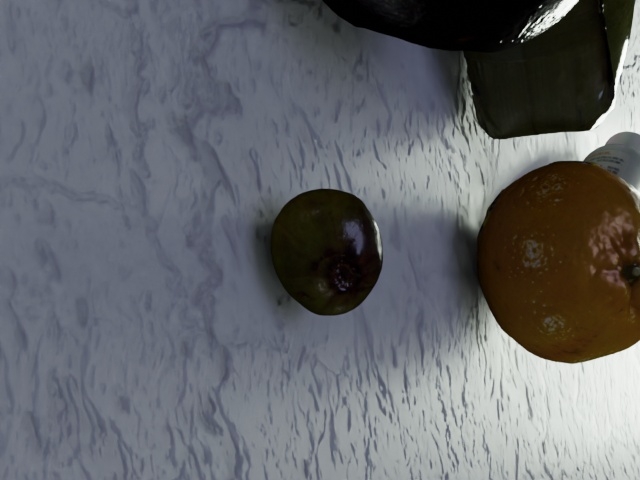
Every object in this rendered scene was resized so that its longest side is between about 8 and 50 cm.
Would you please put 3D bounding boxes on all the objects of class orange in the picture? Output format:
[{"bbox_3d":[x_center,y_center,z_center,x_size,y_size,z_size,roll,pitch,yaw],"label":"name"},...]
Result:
[{"bbox_3d":[0.221,0.018,1.398,0.178,0.155,0.177,1,88,-55],"label":"orange"}]

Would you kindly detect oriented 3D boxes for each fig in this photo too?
[{"bbox_3d":[0.000,0.000,1.109,0.084,0.082,0.098,36,9,-34],"label":"fig"}]

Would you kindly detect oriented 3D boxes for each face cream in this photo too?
[{"bbox_3d":[0.281,-0.035,1.609,0.269,0.082,0.082,-50,124,-54],"label":"face cream"}]

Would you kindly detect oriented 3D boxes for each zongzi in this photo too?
[{"bbox_3d":[0.218,-0.309,1.470,0.360,0.160,0.322,-57,146,-52],"label":"zongzi"}]

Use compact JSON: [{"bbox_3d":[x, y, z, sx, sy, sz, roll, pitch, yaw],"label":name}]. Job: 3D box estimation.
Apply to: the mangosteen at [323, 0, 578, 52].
[{"bbox_3d":[0.115,-0.277,1.174,0.233,0.288,0.287,2,79,-66],"label":"mangosteen"}]
